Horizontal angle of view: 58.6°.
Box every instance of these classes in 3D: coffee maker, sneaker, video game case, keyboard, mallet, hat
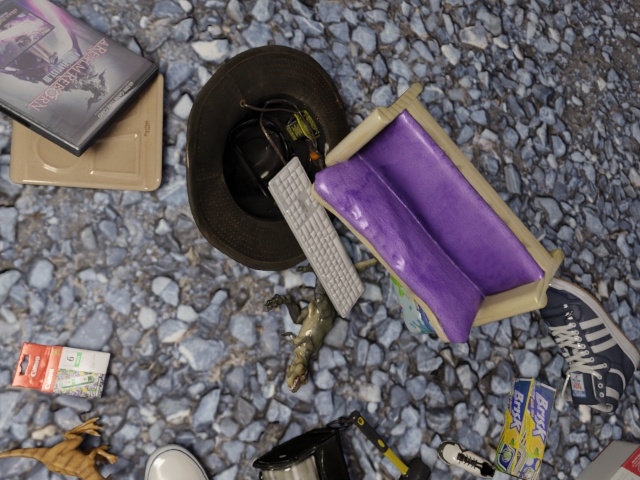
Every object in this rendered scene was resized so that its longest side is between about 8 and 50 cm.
[{"bbox_3d":[0.008,0.375,0.826,0.171,0.120,0.178,-16,86,-24],"label":"coffee maker"},{"bbox_3d":[0.469,0.198,1.050,0.282,0.099,0.153,42,66,-12],"label":"sneaker"},{"bbox_3d":[-0.400,-0.255,0.802,0.274,0.026,0.196,30,56,-3],"label":"video game case"},{"bbox_3d":[0.000,0.000,0.862,0.072,0.014,0.256,-46,122,-32],"label":"keyboard"},{"bbox_3d":[0.100,0.340,0.892,0.189,0.039,0.062,44,67,-23],"label":"mallet"},{"bbox_3d":[-0.097,-0.122,0.864,0.331,0.133,0.332,-3,95,-44],"label":"hat"},{"bbox_3d":[0.248,0.369,0.961,0.109,0.043,0.040,26,73,-13],"label":"sneaker"},{"bbox_3d":[-0.172,0.405,0.765,0.094,0.091,0.258,-15,85,-23],"label":"sneaker"}]

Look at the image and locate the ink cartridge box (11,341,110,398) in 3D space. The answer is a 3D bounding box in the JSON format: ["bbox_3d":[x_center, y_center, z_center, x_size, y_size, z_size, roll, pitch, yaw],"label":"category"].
[{"bbox_3d":[-0.352,0.176,0.776,0.115,0.029,0.063,13,75,-19],"label":"ink cartridge box"}]

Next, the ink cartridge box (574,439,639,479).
[{"bbox_3d":[0.571,0.481,1.045,0.127,0.072,0.175,-31,91,-24],"label":"ink cartridge box"}]

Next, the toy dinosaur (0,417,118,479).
[{"bbox_3d":[-0.334,0.277,0.733,0.211,0.112,0.064,7,98,17],"label":"toy dinosaur"}]

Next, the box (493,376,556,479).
[{"bbox_3d":[0.361,0.331,1.006,0.059,0.054,0.169,25,71,-15],"label":"box"}]

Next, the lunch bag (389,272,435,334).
[{"bbox_3d":[0.233,0.061,0.994,0.218,0.090,0.176,-11,81,-24],"label":"lunch bag"}]

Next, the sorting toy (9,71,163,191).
[{"bbox_3d":[-0.343,-0.170,0.849,0.208,0.038,0.193,1,79,-16],"label":"sorting toy"}]

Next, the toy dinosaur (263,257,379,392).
[{"bbox_3d":[-0.011,0.103,0.907,0.118,0.064,0.268,44,64,-24],"label":"toy dinosaur"}]

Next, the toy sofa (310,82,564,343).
[{"bbox_3d":[0.172,-0.030,0.843,0.363,0.150,0.177,48,54,-5],"label":"toy sofa"}]
